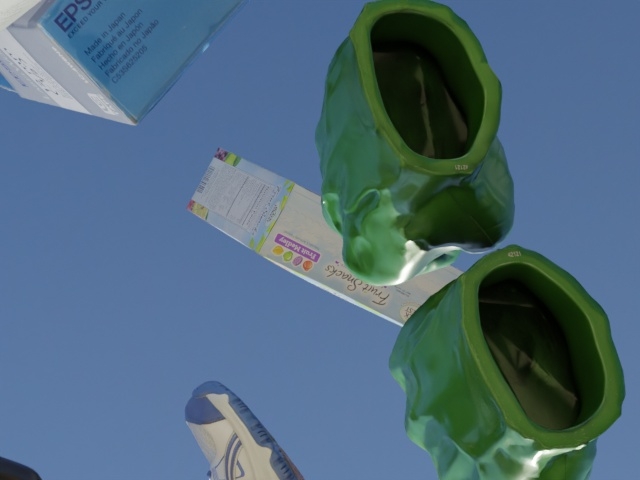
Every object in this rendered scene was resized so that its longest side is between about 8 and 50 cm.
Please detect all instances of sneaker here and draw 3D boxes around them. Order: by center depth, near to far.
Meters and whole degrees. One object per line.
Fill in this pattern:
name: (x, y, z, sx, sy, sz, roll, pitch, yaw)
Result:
sneaker: (-0.056, 0.252, 1.469, 0.131, 0.112, 0.296, -35, -118, 1)

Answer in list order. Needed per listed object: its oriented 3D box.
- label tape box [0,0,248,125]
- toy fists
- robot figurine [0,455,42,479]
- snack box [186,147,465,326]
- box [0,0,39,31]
label tape box: (-0.160, -0.230, 1.400, 0.249, 0.347, 0.115, -50, -62, -11)
toy fists: (0.072, 0.012, 0.929, 0.096, 0.142, 0.279, -15, -110, -22)
robot figurine: (-0.280, 0.235, 1.157, 0.278, 0.173, 0.209, 27, -109, -23)
snack box: (0.000, 0.000, 1.486, 0.174, 0.207, 0.070, 27, -91, -22)
box: (-0.257, -0.224, 1.049, 0.345, 0.168, 0.215, -21, -80, 57)
